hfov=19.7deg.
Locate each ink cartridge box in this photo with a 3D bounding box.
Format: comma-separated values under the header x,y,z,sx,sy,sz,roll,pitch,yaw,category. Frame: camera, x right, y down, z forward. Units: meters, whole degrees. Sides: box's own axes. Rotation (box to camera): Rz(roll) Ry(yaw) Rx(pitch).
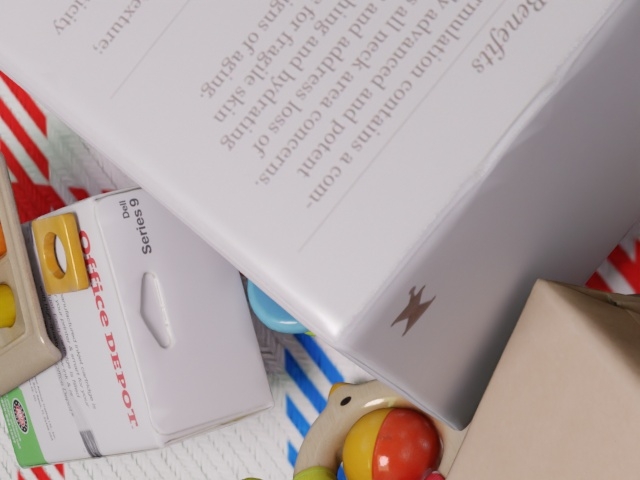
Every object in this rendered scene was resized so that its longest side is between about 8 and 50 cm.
x,y,z,sx,sy,sz,roll,pitch,yaw,category
-0.181,0.074,1.581,0.289,0.121,0.211,-15,91,56,ink cartridge box

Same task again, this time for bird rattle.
x,y,z,sx,sy,sz,roll,pitch,yaw,category
0.052,0.194,1.458,0.253,0.143,0.207,-6,52,38,bird rattle

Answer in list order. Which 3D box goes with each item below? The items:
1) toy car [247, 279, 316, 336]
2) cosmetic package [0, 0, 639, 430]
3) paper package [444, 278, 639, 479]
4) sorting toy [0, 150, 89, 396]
x,y,z,sx,sy,sz,roll,pitch,yaw,category
0.000,0.000,1.479,0.159,0.136,0.182,33,117,26,toy car
0.019,-0.133,1.254,0.394,0.327,0.329,40,89,23,cosmetic package
0.212,0.235,1.184,0.309,0.168,0.325,51,129,45,paper package
-0.298,0.033,1.582,0.348,0.047,0.196,-30,76,55,sorting toy
